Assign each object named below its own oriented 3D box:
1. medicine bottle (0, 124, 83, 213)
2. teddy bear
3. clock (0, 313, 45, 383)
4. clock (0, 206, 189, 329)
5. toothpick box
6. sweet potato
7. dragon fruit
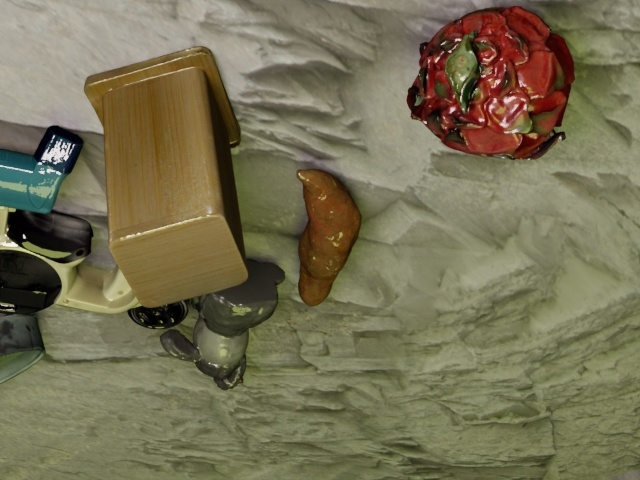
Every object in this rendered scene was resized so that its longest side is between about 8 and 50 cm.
[{"bbox_3d":[-0.469,-0.112,1.432,0.258,0.079,0.124,8,106,-12],"label":"medicine bottle"},{"bbox_3d":[-0.186,0.139,1.787,0.171,0.144,0.251,13,125,-33],"label":"teddy bear"},{"bbox_3d":[-0.617,0.218,1.703,0.325,0.067,0.325,-25,171,-4],"label":"clock"},{"bbox_3d":[-0.379,0.023,1.600,0.379,0.120,0.276,5,134,-16],"label":"clock"},{"bbox_3d":[-0.200,-0.082,1.380,0.187,0.308,0.190,-14,139,2],"label":"toothpick box"},{"bbox_3d":[0.014,-0.005,1.702,0.106,0.095,0.354,-11,143,-9],"label":"sweet potato"},{"bbox_3d":[0.248,-0.206,1.444,0.234,0.234,0.293,-24,154,14],"label":"dragon fruit"}]
